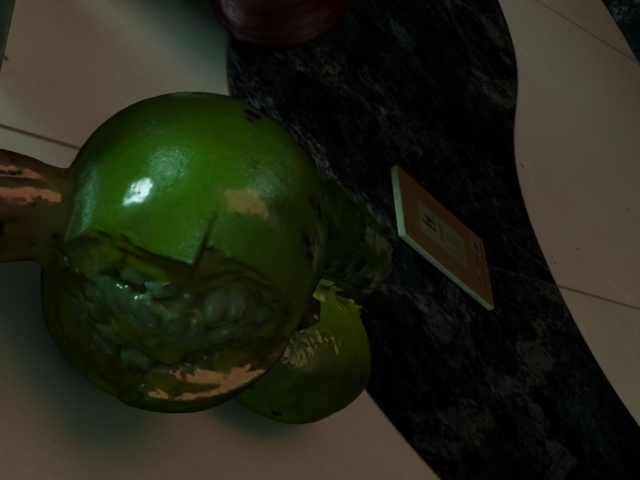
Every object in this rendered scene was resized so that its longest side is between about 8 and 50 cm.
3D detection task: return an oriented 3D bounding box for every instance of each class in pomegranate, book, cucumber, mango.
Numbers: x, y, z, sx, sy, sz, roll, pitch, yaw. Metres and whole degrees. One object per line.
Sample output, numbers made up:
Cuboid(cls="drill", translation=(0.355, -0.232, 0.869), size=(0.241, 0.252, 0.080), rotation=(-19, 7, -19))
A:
Cuboid(cls="pomegranate", translation=(-0.140, -0.003, 1.105), size=(0.302, 0.236, 0.236), rotation=(15, 40, -16))
Cuboid(cls="book", translation=(0.144, -0.003, 1.812), size=(0.172, 0.012, 0.118), rotation=(39, 31, -33))
Cuboid(cls="cucumber", translation=(0.000, 0.003, 1.433), size=(0.244, 0.134, 0.134), rotation=(20, 43, -57))
Cuboid(cls="mango", translation=(-0.029, 0.094, 1.293), size=(0.178, 0.100, 0.119), rotation=(8, 61, -51))

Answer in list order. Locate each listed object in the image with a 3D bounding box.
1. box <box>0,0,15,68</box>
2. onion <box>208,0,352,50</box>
Cuboid(cls="box", translation=(-0.282, -0.195, 1.008), size=(0.135, 0.243, 0.163), rotation=(4, 25, -32))
Cuboid(cls="onion", translation=(-0.025, -0.376, 1.601), size=(0.347, 0.285, 0.347), rotation=(-14, 90, -84))
